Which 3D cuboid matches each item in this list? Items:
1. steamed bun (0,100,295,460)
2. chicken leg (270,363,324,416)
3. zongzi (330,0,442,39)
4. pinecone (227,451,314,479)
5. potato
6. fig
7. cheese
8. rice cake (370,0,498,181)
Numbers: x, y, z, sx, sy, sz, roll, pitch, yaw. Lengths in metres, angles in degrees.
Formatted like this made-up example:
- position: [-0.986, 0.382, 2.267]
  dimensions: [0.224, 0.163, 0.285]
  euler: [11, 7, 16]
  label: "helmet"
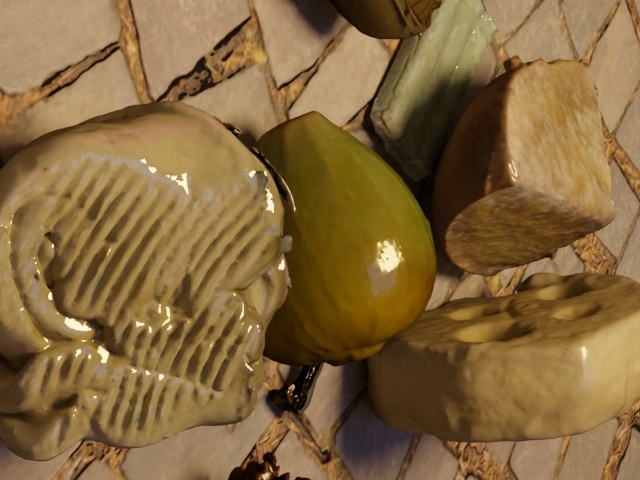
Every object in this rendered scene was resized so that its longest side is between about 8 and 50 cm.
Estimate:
- position: [-0.175, 0.019, 1.407]
  dimensions: [0.280, 0.207, 0.268]
  euler: [-9, 106, -24]
  label: "steamed bun"
- position: [0.030, 0.078, 1.800]
  dimensions: [0.253, 0.051, 0.106]
  euler: [-43, 134, -36]
  label: "chicken leg"
- position: [0.056, -0.379, 1.675]
  dimensions: [0.274, 0.145, 0.300]
  euler: [51, 48, -51]
  label: "zongzi"
- position: [-0.049, 0.293, 1.640]
  dimensions: [0.173, 0.173, 0.173]
  euler: [-15, 109, -51]
  label: "pinecone"
- position: [0.176, -0.094, 1.867]
  dimensions: [0.264, 0.189, 0.211]
  euler: [15, 62, -54]
  label: "potato"
- position: [0.003, 0.005, 1.641]
  dimensions: [0.207, 0.207, 0.230]
  euler: [25, 44, -52]
  label: "fig"
- position: [0.210, 0.123, 1.870]
  dimensions: [0.318, 0.326, 0.115]
  euler: [-89, 172, -78]
  label: "cheese"
- position: [0.121, -0.179, 1.872]
  dimensions: [0.211, 0.038, 0.124]
  euler: [-61, 139, -23]
  label: "rice cake"
